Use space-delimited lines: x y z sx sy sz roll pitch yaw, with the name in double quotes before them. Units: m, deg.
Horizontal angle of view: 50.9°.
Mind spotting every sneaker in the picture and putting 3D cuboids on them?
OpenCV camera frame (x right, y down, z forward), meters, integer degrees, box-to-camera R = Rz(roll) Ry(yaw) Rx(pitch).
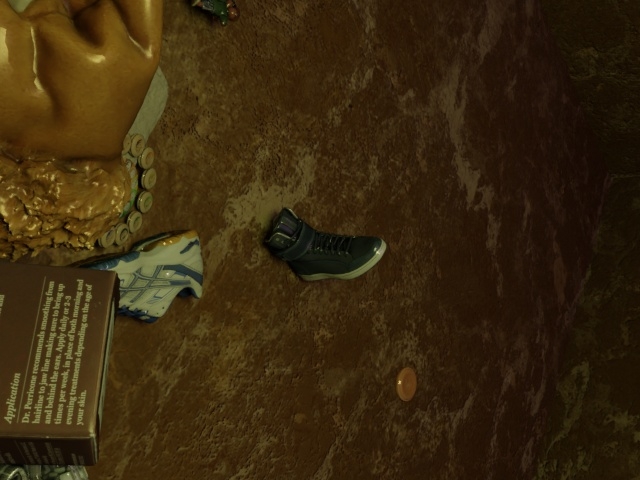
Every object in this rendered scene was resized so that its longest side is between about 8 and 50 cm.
"sneaker" -0.292 0.077 1.039 0.297 0.112 0.130 -21 105 -46
"sneaker" -0.001 0.002 1.290 0.163 0.226 0.086 47 47 -32

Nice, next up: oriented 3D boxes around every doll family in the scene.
"doll family" -0.191 -0.471 1.219 0.111 0.076 0.192 11 76 -43

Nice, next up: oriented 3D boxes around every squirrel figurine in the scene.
"squirrel figurine" -0.393 -0.142 0.699 0.371 0.281 0.396 -11 107 -47

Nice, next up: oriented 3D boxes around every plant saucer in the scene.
"plant saucer" 0.214 0.355 1.664 0.084 0.013 0.083 6 82 -49

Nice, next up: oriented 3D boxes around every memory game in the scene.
"memory game" -0.305 -0.078 1.041 0.186 0.012 0.186 14 90 -74

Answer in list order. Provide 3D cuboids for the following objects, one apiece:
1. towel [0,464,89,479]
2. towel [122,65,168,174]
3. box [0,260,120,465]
"towel" -0.365 0.357 0.847 0.121 0.235 0.283 -25 106 -41
"towel" -0.324 -0.181 1.008 0.187 0.049 0.282 69 37 -60
"box" -0.417 0.126 0.699 0.382 0.143 0.191 7 58 -14
